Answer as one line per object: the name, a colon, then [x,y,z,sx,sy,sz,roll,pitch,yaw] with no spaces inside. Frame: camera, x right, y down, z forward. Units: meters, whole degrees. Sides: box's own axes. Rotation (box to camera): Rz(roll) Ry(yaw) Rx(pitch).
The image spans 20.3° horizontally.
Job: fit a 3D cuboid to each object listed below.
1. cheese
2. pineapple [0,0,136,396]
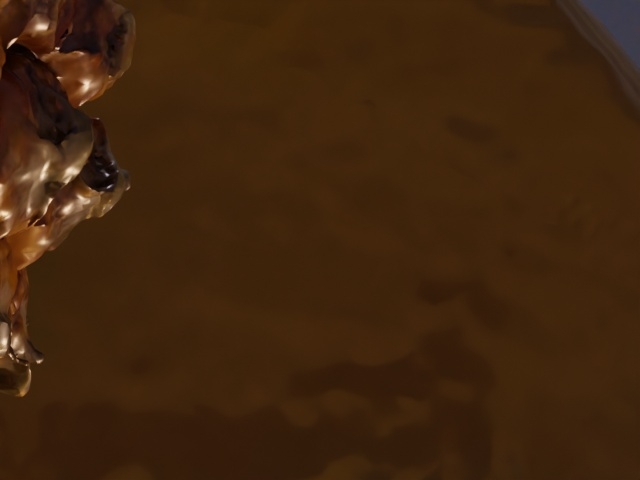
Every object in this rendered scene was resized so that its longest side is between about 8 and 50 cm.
cheese: [-0.001,0.001,0.617,0.384,0.384,0.104,36,-4,25]
pineapple: [-0.120,0.000,0.411,0.233,0.079,0.135,-21,-73,31]
